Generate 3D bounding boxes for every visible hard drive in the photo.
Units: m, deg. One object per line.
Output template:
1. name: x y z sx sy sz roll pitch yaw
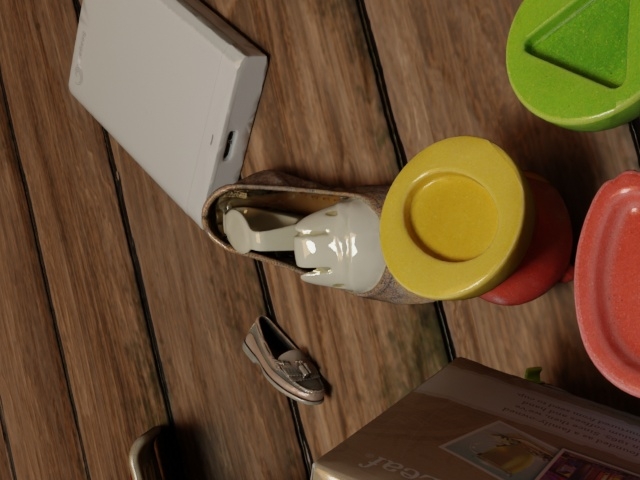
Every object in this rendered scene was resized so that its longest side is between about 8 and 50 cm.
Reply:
1. hard drive: -0.176 -0.179 1.330 0.307 0.040 0.203 43 129 38

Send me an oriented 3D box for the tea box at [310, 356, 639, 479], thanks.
1. tea box: 0.165 0.293 0.769 0.329 0.220 0.323 18 112 26

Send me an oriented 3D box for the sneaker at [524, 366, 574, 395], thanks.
1. sneaker: 0.188 0.212 0.940 0.097 0.084 0.234 -115 19 -78

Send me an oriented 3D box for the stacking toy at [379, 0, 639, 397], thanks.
1. stacking toy: 0.225 -0.036 0.838 0.309 0.130 0.279 30 94 42

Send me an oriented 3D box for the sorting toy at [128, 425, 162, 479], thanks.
1. sorting toy: -0.181 0.323 1.313 0.307 0.041 0.229 119 140 -84

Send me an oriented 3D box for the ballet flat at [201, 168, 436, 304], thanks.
1. ballet flat: 0.000 0.000 1.088 0.316 0.106 0.107 10 105 50

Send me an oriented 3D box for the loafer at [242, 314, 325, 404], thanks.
1. loafer: -0.036 0.118 1.212 0.125 0.045 0.039 37 118 45
